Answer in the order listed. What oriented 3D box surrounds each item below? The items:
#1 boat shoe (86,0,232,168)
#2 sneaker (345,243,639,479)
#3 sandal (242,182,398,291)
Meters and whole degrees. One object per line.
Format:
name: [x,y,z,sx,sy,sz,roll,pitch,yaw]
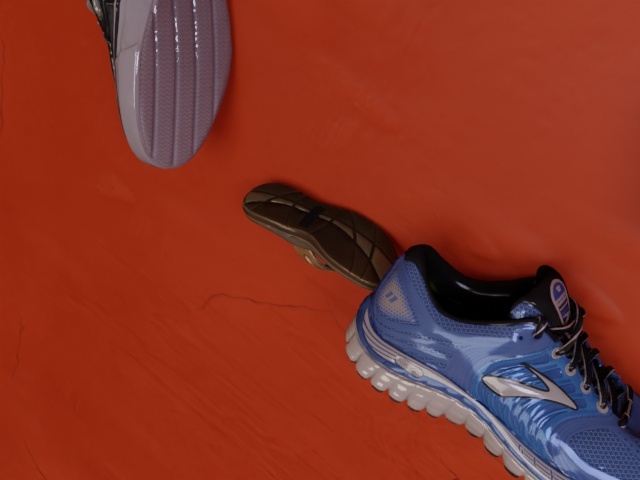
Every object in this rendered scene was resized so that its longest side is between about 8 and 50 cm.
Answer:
boat shoe: [-0.166,-0.241,0.732,0.119,0.121,0.335,13,106,37]
sneaker: [0.187,0.110,0.625,0.330,0.130,0.147,28,116,10]
sandal: [0.000,0.000,0.746,0.180,0.072,0.049,27,138,23]
